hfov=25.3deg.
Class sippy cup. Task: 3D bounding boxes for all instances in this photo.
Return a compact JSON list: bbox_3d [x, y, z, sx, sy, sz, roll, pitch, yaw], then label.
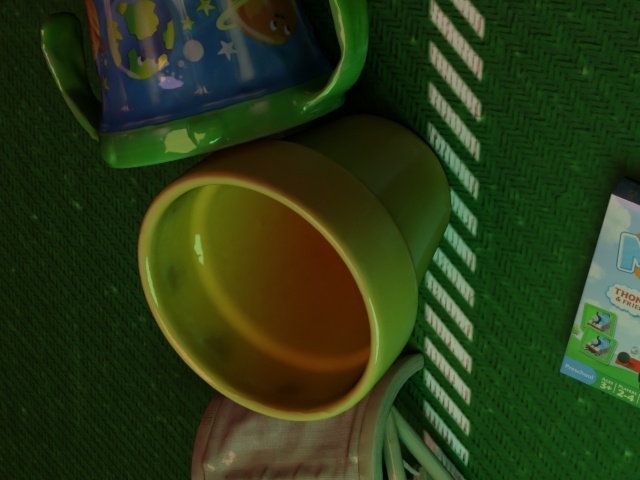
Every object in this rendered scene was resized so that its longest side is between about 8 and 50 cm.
[{"bbox_3d":[-0.116,-0.204,1.304,0.305,0.240,0.224,-15,100,0],"label":"sippy cup"}]

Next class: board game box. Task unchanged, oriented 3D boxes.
[{"bbox_3d":[0.317,0.065,1.289,0.160,0.039,0.211,24,128,21],"label":"board game box"}]

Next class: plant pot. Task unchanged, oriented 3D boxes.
[{"bbox_3d":[0.000,0.000,1.328,0.254,0.239,0.254,18,127,25],"label":"plant pot"}]

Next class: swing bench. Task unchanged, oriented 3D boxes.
[{"bbox_3d":[0.014,0.271,1.545,0.253,0.165,0.254,-11,111,39],"label":"swing bench"}]
